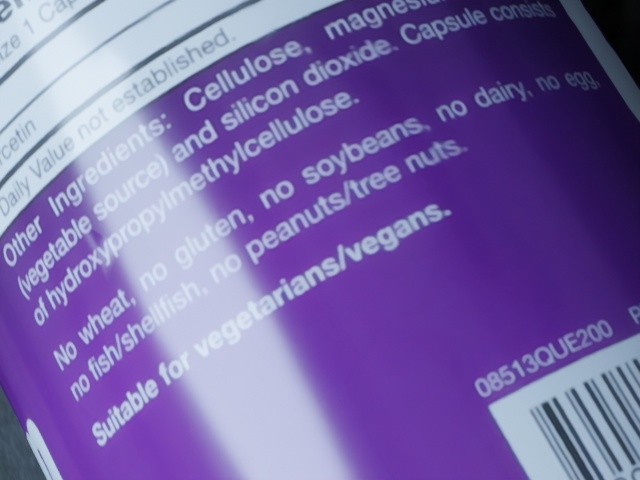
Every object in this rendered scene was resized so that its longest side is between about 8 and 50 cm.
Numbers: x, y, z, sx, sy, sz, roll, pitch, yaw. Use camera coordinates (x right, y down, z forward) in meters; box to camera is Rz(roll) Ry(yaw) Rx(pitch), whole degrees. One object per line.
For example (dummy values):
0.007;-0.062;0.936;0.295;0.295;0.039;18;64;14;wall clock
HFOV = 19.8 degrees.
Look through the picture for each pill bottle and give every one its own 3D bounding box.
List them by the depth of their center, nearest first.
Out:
0.000;0.000;0.477;0.323;0.181;0.181;60;145;18;pill bottle
